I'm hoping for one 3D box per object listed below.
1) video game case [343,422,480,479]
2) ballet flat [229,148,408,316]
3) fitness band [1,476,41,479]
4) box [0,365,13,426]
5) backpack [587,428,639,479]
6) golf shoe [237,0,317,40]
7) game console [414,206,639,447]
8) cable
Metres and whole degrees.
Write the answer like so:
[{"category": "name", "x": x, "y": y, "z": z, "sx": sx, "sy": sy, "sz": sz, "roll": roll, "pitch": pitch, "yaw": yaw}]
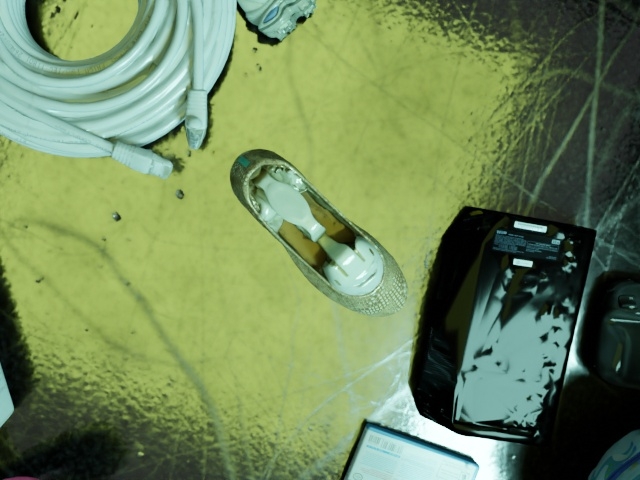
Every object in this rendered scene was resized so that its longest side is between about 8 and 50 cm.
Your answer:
[{"category": "video game case", "x": 0.069, "y": 0.273, "z": 0.783, "sx": 0.119, "sy": 0.015, "sz": 0.166, "roll": 21, "pitch": 93, "yaw": -8}, {"category": "ballet flat", "x": 0.000, "y": 0.000, "z": 0.721, "sx": 0.206, "sy": 0.067, "sz": 0.073, "roll": 40, "pitch": 90, "yaw": -9}, {"category": "fitness band", "x": -0.314, "y": 0.314, "z": 0.639, "sx": 0.291, "sy": 0.209, "sz": 0.054, "roll": -41, "pitch": 119, "yaw": -12}, {"category": "box", "x": -0.356, "y": 0.096, "z": 0.683, "sx": 0.130, "sy": 0.091, "sz": 0.170, "roll": -14, "pitch": 97, "yaw": -5}, {"category": "backpack", "x": 0.394, "y": 0.319, "z": 0.713, "sx": 0.290, "sy": 0.273, "sz": 0.355, "roll": -34, "pitch": 84, "yaw": 29}, {"category": "golf shoe", "x": -0.004, "y": -0.258, "z": 0.697, "sx": 0.176, "sy": 0.069, "sz": 0.086, "roll": -41, "pitch": 92, "yaw": -2}, {"category": "game console", "x": 0.280, "y": 0.101, "z": 0.774, "sx": 0.362, "sy": 0.044, "sz": 0.213, "roll": 10, "pitch": 96, "yaw": -6}, {"category": "cable", "x": -0.199, "y": -0.198, "z": 0.671, "sx": 0.257, "sy": 0.089, "sz": 0.257, "roll": 14, "pitch": 93, "yaw": -6}]
